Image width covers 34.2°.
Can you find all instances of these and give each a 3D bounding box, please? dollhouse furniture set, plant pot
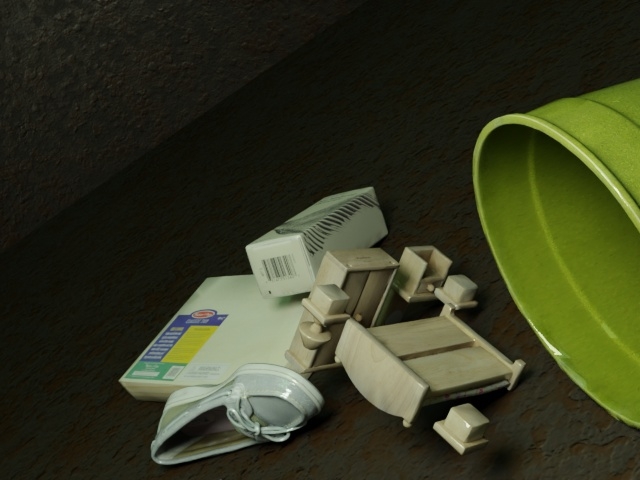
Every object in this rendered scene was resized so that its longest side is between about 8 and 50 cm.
[{"bbox_3d":[0.135,0.175,1.340,0.303,0.174,0.355,-4,34,-43],"label":"dollhouse furniture set"},{"bbox_3d":[0.413,-0.040,1.122,0.353,0.366,0.366,-27,23,-12],"label":"plant pot"}]

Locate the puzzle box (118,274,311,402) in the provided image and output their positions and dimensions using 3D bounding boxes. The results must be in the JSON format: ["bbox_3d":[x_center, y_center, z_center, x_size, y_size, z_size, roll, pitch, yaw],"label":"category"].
[{"bbox_3d":[-0.133,0.161,1.737,0.409,0.052,0.272,-5,38,47],"label":"puzzle box"}]

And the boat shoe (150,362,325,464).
[{"bbox_3d":[-0.124,0.257,1.487,0.320,0.118,0.103,-17,36,41],"label":"boat shoe"}]

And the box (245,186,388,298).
[{"bbox_3d":[0.000,0.000,1.707,0.113,0.094,0.275,-12,13,30],"label":"box"}]
